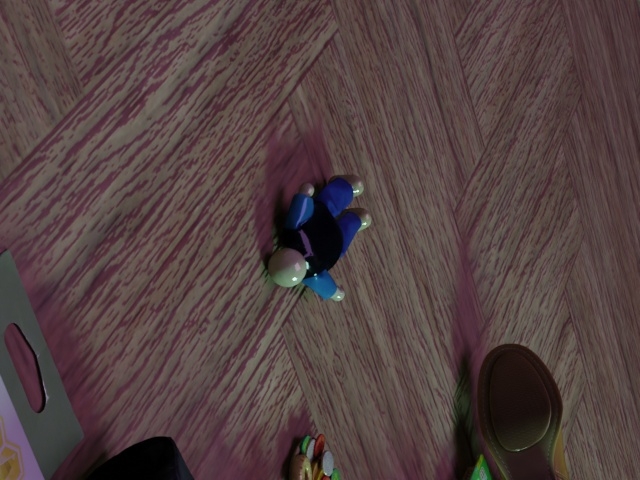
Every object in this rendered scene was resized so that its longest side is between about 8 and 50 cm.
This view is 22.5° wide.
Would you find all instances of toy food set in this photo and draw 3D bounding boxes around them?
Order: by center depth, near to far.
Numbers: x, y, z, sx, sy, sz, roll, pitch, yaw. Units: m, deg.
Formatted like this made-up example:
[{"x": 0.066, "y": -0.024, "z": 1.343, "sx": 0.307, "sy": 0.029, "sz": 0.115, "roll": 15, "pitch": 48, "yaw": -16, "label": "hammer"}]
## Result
[{"x": -0.007, "y": 0.229, "z": 1.567, "sx": 0.082, "sy": 0.020, "sz": 0.083, "roll": -64, "pitch": 141, "yaw": -48, "label": "toy food set"}]

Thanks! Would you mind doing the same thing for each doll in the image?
[{"x": 0.000, "y": 0.000, "z": 1.599, "sx": 0.189, "sy": 0.046, "sz": 0.129, "roll": -44, "pitch": 124, "yaw": -60, "label": "doll"}]

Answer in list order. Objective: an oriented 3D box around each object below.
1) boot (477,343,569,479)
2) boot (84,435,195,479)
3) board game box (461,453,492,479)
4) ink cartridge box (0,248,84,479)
[{"x": 0.265, "y": 0.287, "z": 2.020, "sx": 0.220, "sy": 0.109, "sz": 0.283, "roll": 80, "pitch": -10, "yaw": -68, "label": "boot"}, {"x": -0.052, "y": 0.348, "z": 1.282, "sx": 0.445, "sy": 0.146, "sz": 0.367, "roll": 56, "pitch": 10, "yaw": -15, "label": "boot"}, {"x": 0.203, "y": 0.399, "z": 1.971, "sx": 0.124, "sy": 0.039, "sz": 0.259, "roll": -57, "pitch": 138, "yaw": -55, "label": "board game box"}, {"x": -0.222, "y": 0.130, "z": 1.088, "sx": 0.235, "sy": 0.056, "sz": 0.171, "roll": -52, "pitch": 130, "yaw": -54, "label": "ink cartridge box"}]
